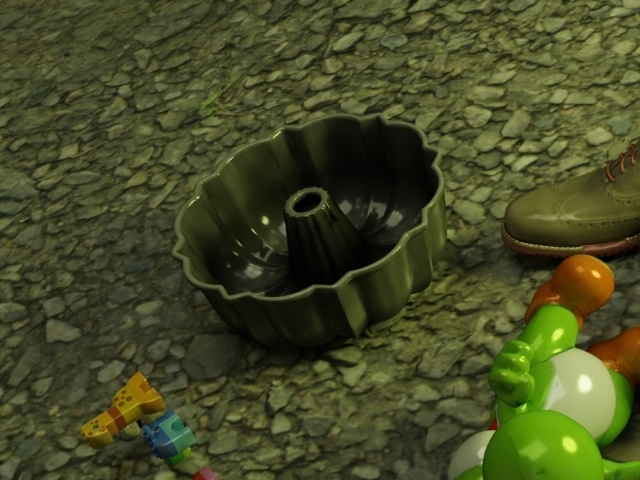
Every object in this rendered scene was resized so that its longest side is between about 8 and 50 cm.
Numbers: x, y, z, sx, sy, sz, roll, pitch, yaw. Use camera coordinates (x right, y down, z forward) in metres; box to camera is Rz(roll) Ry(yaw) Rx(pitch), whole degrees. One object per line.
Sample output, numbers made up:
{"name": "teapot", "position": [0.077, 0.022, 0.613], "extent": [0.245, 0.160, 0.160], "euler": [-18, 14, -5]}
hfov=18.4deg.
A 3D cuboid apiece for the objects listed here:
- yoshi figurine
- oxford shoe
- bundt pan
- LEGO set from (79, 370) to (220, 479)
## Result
{"name": "yoshi figurine", "position": [0.233, 0.171, 1.870], "extent": [0.203, 0.203, 0.362], "euler": [14, 42, 22]}
{"name": "oxford shoe", "position": [0.361, -0.078, 2.193], "extent": [0.348, 0.130, 0.123], "euler": [-16, 37, 8]}
{"name": "bundt pan", "position": [0.000, 0.000, 2.284], "extent": [0.330, 0.124, 0.331], "euler": [-13, 38, 11]}
{"name": "LEGO set", "position": [-0.199, 0.218, 2.144], "extent": [0.093, 0.087, 0.227], "euler": [-32, 37, -13]}
